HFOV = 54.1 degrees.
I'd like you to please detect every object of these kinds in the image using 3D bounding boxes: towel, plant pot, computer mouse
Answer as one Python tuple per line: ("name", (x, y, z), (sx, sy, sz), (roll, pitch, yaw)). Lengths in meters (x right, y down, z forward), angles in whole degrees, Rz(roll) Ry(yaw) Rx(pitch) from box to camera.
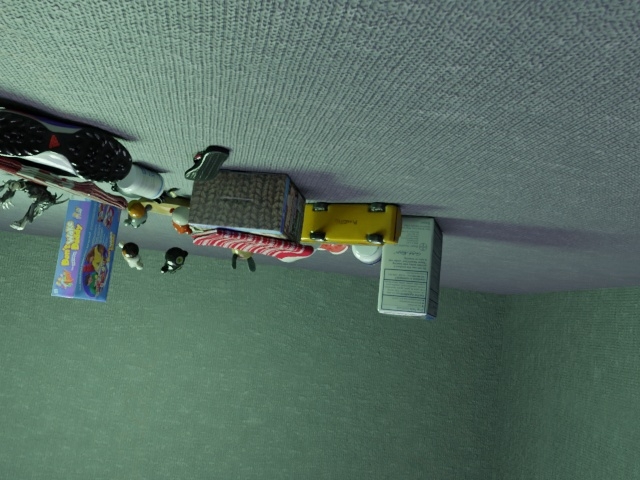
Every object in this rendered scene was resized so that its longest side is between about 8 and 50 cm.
("towel", (-0.177, 0.011, 1.635), (0.275, 0.031, 0.199), (11, 170, -30))
("towel", (-0.716, -0.160, 1.705), (0.329, 0.037, 0.237), (16, 174, 6))
("plant pot", (-0.480, -0.111, 2.035), (0.236, 0.032, 0.236), (6, 171, 1))
("computer mouse", (-0.492, -0.136, 1.760), (0.184, 0.060, 0.262), (11, 172, -22))

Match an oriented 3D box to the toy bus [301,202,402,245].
("toy bus", (0.076, -0.043, 1.789), (0.333, 0.108, 0.130), (2, 171, 29))

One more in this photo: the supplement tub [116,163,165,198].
("supplement tub", (-0.455, -0.150, 1.589), (0.071, 0.071, 0.107), (2, 171, 27))

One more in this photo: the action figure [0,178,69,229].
("action figure", (-0.897, -0.124, 1.851), (0.276, 0.141, 0.164), (18, -166, -48))

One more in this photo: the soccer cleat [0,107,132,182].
("soccer cleat", (-0.538, -0.198, 1.273), (0.318, 0.108, 0.116), (12, -169, -46))

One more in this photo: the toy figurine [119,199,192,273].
("toy figurine", (-0.501, -0.011, 1.912), (0.210, 0.213, 0.148), (11, 162, -12))

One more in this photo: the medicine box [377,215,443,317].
("medicine box", (0.281, 0.090, 1.918), (0.149, 0.289, 0.263), (4, 172, 17))

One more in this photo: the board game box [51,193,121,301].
("board game box", (-0.787, 0.026, 2.129), (0.078, 0.347, 0.233), (6, 172, 8))

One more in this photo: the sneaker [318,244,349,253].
("sneaker", (0.000, 0.000, 2.257), (0.128, 0.087, 0.221), (11, 170, -37))

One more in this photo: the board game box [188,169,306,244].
("board game box", (-0.180, -0.077, 1.630), (0.232, 0.141, 0.291), (5, 172, 9))

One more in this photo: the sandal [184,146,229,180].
("sandal", (-0.250, -0.175, 1.388), (0.067, 0.040, 0.179), (5, 160, -31))

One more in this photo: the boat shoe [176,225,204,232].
("boat shoe", (-0.493, -0.053, 2.412), (0.137, 0.049, 0.043), (9, 169, -35))

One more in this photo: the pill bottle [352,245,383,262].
("pill bottle", (0.168, 0.024, 2.187), (0.112, 0.112, 0.187), (5, 172, 11))

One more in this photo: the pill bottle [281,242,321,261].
("pill bottle", (-0.075, -0.002, 2.120), (0.131, 0.131, 0.229), (9, 169, -20))

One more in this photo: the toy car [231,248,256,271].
("toy car", (-0.254, 0.011, 2.158), (0.155, 0.188, 0.149), (12, 170, -38))
